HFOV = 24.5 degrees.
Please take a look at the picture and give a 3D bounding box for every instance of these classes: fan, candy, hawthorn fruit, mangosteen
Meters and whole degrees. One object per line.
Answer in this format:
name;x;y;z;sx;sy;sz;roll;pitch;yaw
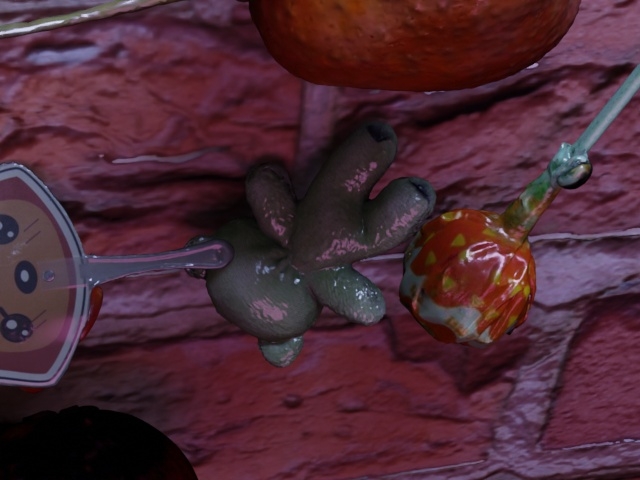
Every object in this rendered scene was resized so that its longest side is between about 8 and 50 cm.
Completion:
fan;-0.157;0.020;0.829;0.220;0.009;0.132;-6;102;-4
candy;0.147;-0.044;0.866;0.084;0.078;0.288;20;123;-30
hawthorn fruit;-0.022;-0.116;0.649;0.285;0.165;0.165;-20;141;4
mangosteen;-0.164;0.208;0.967;0.199;0.200;0.200;-8;141;-6

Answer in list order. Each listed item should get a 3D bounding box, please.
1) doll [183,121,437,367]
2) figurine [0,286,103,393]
doll;0.000;0.000;0.863;0.150;0.077;0.115;-37;91;20
figurine;-0.175;0.045;0.873;0.071;0.067;0.083;37;80;-27
